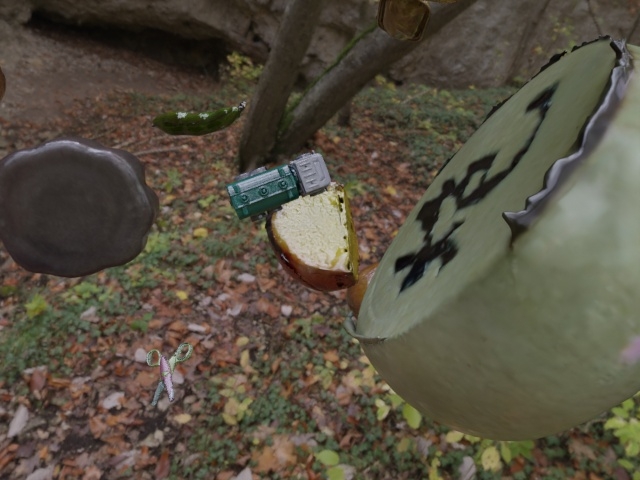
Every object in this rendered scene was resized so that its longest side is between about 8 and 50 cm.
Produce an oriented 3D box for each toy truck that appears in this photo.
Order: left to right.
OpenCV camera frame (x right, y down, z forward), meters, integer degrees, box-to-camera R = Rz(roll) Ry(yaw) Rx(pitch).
[{"bbox_3d":[-0.032,-0.043,0.424,0.083,0.039,0.044,-21,6,-8],"label":"toy truck"}]

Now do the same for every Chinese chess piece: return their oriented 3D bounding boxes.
[{"bbox_3d":[0.174,-0.004,0.469,0.146,0.349,0.349,38,15,-4],"label":"Chinese chess piece"}]

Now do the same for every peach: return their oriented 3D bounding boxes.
[{"bbox_3d":[0.002,0.003,0.715,0.172,0.127,0.092,56,-11,32],"label":"peach"}]

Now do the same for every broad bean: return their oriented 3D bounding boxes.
[{"bbox_3d":[-0.276,-0.265,1.192,0.255,0.065,0.046,-2,-3,23],"label":"broad bean"}]

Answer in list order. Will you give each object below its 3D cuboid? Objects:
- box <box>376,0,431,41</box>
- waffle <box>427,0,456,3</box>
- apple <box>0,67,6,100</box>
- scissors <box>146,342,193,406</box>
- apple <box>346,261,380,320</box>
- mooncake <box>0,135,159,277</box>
[{"bbox_3d":[0.175,-0.475,1.104,0.111,0.111,0.177,27,-4,4],"label":"box"},{"bbox_3d":[0.183,-0.470,0.874,0.103,0.147,0.042,-3,7,-23],"label":"waffle"},{"bbox_3d":[-0.699,-0.311,0.996,0.174,0.188,0.188,-35,51,-23],"label":"apple"},{"bbox_3d":[-0.412,0.357,1.430,0.134,0.019,0.187,-12,41,4],"label":"scissors"},{"bbox_3d":[0.178,0.165,1.506,0.211,0.188,0.211,59,-7,12],"label":"apple"},{"bbox_3d":[-0.489,-0.068,1.082,0.306,0.305,0.154,22,9,-13],"label":"mooncake"}]
